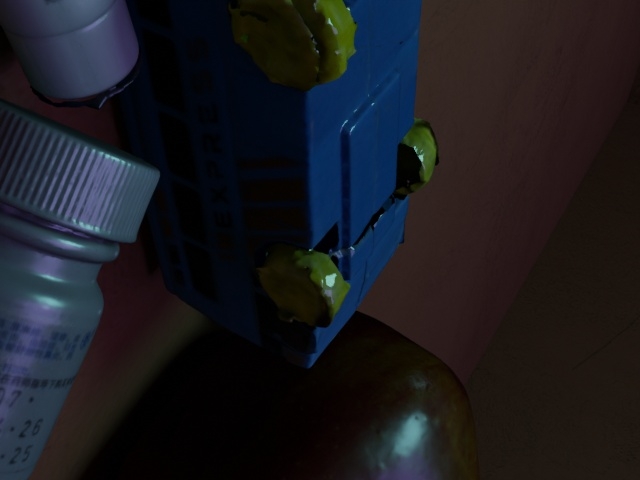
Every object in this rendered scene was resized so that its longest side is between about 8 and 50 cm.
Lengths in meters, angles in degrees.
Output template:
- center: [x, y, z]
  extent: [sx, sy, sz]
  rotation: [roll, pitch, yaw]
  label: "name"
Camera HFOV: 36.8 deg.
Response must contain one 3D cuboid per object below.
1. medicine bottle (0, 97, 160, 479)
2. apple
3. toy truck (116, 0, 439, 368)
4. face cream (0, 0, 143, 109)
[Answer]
- center: [-0.153, 0.023, 0.449]
  extent: [0.168, 0.105, 0.105]
  rotation: [-66, 161, 2]
  label: "medicine bottle"
- center: [-0.015, 0.213, 0.792]
  extent: [0.316, 0.288, 0.288]
  rotation: [-35, 146, -35]
  label: "apple"
- center: [-0.026, -0.093, 0.560]
  extent: [0.161, 0.162, 0.385]
  rotation: [-52, 156, -33]
  label: "toy truck"
- center: [-0.127, -0.162, 0.380]
  extent: [0.092, 0.058, 0.244]
  rotation: [-49, 149, -28]
  label: "face cream"
